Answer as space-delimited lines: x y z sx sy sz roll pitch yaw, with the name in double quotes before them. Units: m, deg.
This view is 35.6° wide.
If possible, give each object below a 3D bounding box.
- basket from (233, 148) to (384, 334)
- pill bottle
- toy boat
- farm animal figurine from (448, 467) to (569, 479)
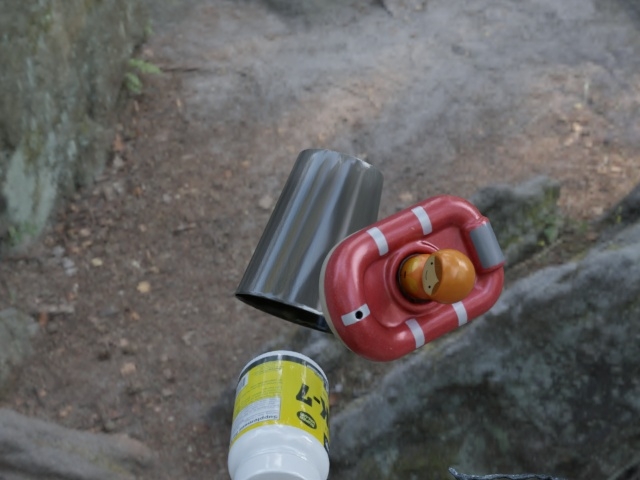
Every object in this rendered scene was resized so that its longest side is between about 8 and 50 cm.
"basket" 0.000 0.000 1.396 0.154 0.204 0.227 4 72 46
"pill bottle" -0.048 0.237 1.181 0.119 0.119 0.208 -4 31 3
"toy boat" 0.116 0.042 1.104 0.231 0.151 0.151 -25 6 -21
"farm animal figurine" 0.162 0.323 0.777 0.172 0.327 0.330 -3 22 -2
